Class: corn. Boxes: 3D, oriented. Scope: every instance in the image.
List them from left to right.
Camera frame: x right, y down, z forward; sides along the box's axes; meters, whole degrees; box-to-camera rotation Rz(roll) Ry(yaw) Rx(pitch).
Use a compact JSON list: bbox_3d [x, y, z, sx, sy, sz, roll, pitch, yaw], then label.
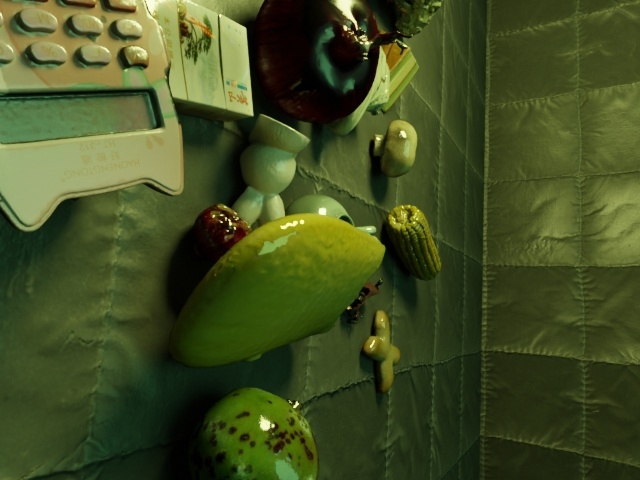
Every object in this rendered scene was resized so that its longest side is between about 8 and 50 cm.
[{"bbox_3d":[0.306,0.020,1.461,0.344,0.131,0.131,54,45,-46],"label":"corn"}]

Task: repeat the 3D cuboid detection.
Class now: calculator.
[{"bbox_3d":[-0.237,-0.186,0.406,0.220,0.048,0.330,-24,110,-49],"label":"calculator"}]

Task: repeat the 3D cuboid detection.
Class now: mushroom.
[{"bbox_3d":[0.216,-0.267,1.327,0.166,0.127,0.167,11,90,-80],"label":"mushroom"}]

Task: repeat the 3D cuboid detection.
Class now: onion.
[{"bbox_3d":[-0.156,-0.003,0.712,0.107,0.097,0.107,60,5,-10],"label":"onion"},{"bbox_3d":[0.014,-0.357,0.844,0.273,0.285,0.273,-13,110,-38],"label":"onion"}]

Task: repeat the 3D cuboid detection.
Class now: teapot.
[{"bbox_3d":[0.000,0.000,0.938,0.294,0.129,0.193,-17,103,-59],"label":"teapot"}]

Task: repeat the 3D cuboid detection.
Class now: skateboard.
[{"bbox_3d":[0.107,0.157,1.198,0.151,0.067,0.080,-39,132,-47],"label":"skateboard"}]

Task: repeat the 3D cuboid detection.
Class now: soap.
[{"bbox_3d":[-0.059,0.083,0.743,0.115,0.306,0.427,51,17,20],"label":"soap"}]

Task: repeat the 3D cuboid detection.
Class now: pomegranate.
[{"bbox_3d":[-0.120,0.344,0.675,0.263,0.211,0.211,-42,129,-22],"label":"pomegranate"}]

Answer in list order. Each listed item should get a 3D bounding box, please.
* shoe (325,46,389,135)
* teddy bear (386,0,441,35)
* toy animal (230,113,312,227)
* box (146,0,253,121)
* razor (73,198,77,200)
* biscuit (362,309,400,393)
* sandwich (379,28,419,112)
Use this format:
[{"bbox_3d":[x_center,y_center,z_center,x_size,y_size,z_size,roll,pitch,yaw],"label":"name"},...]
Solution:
[{"bbox_3d":[0.103,-0.373,1.121,0.210,0.132,0.342,43,50,-48],"label":"shoe"},{"bbox_3d":[0.253,-0.867,1.372,0.357,0.224,0.368,4,71,-58],"label":"teddy bear"},{"bbox_3d":[-0.102,-0.103,0.815,0.103,0.130,0.221,15,101,-31],"label":"toy animal"},{"bbox_3d":[-0.198,-0.266,0.667,0.233,0.066,0.150,-12,100,-60],"label":"box"},{"bbox_3d":[-0.290,-0.212,0.460,0.204,0.113,0.349,-21,110,-55],"label":"razor"},{"bbox_3d":[0.184,0.327,1.328,0.164,0.047,0.208,-58,137,-41],"label":"biscuit"},{"bbox_3d":[0.192,-0.520,1.397,0.187,0.144,0.117,-52,145,5],"label":"sandwich"}]
